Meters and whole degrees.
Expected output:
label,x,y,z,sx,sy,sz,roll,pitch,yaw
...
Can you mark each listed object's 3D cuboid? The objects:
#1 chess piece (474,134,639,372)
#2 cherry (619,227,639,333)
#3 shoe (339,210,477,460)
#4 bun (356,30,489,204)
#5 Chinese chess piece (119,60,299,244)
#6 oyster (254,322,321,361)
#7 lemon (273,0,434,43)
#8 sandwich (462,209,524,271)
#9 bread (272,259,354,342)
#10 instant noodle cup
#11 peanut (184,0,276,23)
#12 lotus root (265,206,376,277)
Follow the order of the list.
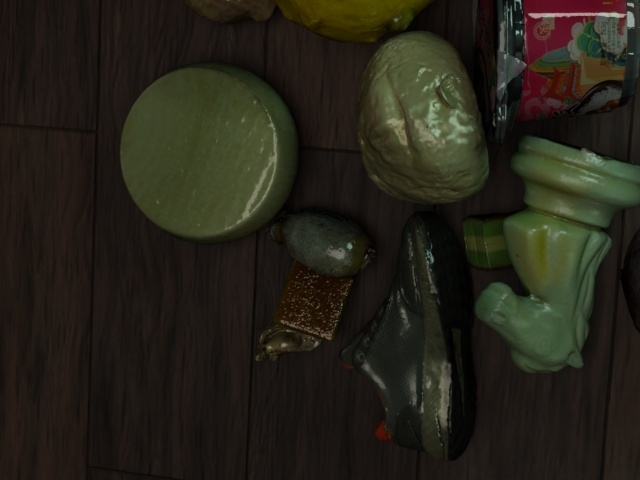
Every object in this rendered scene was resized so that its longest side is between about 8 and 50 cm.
label,x,y,z,sx,sy,sz,roll,pitch,yaw
chess piece,0.292,0.024,1.810,0.176,0.176,0.298,17,99,14
cherry,0.466,0.050,1.770,0.195,0.195,0.195,2,98,16
shoe,0.108,0.126,1.920,0.171,0.132,0.336,0,100,26
bun,0.119,-0.138,1.808,0.153,0.244,0.243,-23,91,-5
Chinese chess piece,-0.151,-0.119,1.960,0.250,0.101,0.250,1,94,19
oyster,-0.044,0.141,2.013,0.083,0.038,0.080,17,113,-12
lemon,0.030,-0.386,1.800,0.284,0.260,0.260,34,106,22
sandwich,0.259,-0.005,1.910,0.116,0.074,0.074,-10,95,-15
bread,-0.009,0.083,1.969,0.090,0.035,0.094,17,78,11
instant noodle cup,0.288,-0.250,1.756,0.182,0.258,0.302,-2,64,0
peanut,-0.160,-0.362,1.945,0.228,0.085,0.104,36,95,7
lotus root,0.000,-0.002,1.951,0.165,0.088,0.088,23,103,25
